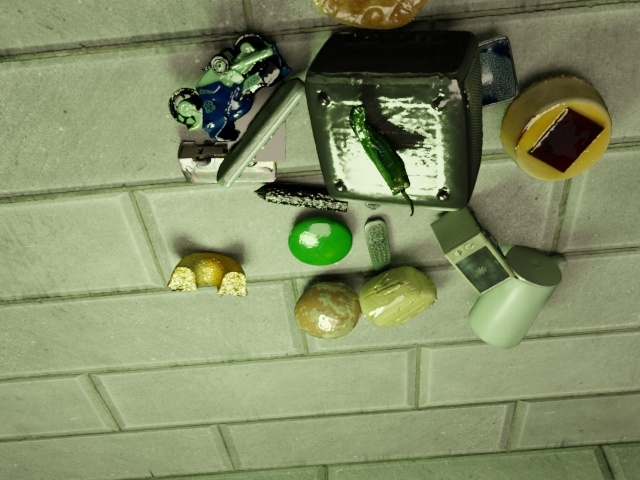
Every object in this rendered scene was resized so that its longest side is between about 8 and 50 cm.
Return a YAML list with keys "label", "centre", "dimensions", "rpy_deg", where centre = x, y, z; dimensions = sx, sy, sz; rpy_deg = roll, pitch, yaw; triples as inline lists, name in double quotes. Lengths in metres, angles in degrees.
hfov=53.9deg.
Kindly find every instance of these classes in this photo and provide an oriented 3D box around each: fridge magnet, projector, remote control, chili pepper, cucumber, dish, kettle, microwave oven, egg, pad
- label: "fridge magnet"
  centre: [0.000, 0.000, 2.012]
  dimensions: [0.208, 0.088, 0.208]
  rpy_deg: [-1, 133, -1]
- label: "projector"
  centre: [0.193, -0.294, 1.575]
  dimensions: [0.396, 0.242, 0.405]
  rpy_deg: [8, 137, 22]
- label: "remote control"
  centre: [0.190, 0.016, 2.066]
  dimensions: [0.072, 0.042, 0.221]
  rpy_deg: [-10, 131, 5]
- label: "remote control"
  centre: [-0.156, -0.282, 1.629]
  dimensions: [0.066, 0.128, 0.335]
  rpy_deg: [38, 104, -14]
- label: "chili pepper"
  centre: [0.149, -0.190, 1.449]
  dimensions: [0.065, 0.122, 0.278]
  rpy_deg: [-32, 99, 10]
- label: "cucumber"
  centre: [-0.051, -0.135, 1.898]
  dimensions: [0.301, 0.072, 0.072]
  rpy_deg: [7, 132, -6]
- label: "dish"
  centre: [0.375, -0.429, 1.634]
  dimensions: [0.244, 0.080, 0.181]
  rpy_deg: [-15, 129, 15]
- label: "kettle"
  centre: [0.687, 0.197, 2.152]
  dimensions: [0.265, 0.205, 0.317]
  rpy_deg: [10, 129, -8]
- label: "microwave oven"
  centre: [0.480, 0.024, 1.990]
  dimensions: [0.145, 0.193, 0.240]
  rpy_deg: [-33, 126, 19]
- label: "egg"
  centre: [0.023, 0.241, 2.162]
  dimensions: [0.245, 0.203, 0.203]
  rpy_deg: [-13, 132, 19]
- label: "pad"
  centre: [-0.173, -0.338, 1.681]
  dimensions: [0.160, 0.009, 0.264]
  rpy_deg: [-1, 109, -1]

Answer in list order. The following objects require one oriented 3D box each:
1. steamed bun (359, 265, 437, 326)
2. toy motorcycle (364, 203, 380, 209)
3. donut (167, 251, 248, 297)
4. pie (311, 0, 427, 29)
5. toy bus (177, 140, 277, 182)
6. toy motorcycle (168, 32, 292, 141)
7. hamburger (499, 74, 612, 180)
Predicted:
- label: "steamed bun"
  centre: [0.262, 0.176, 2.132]
  dimensions: [0.232, 0.166, 0.273]
  rpy_deg: [-41, 152, 22]
- label: "toy motorcycle"
  centre: [0.217, -0.177, 1.858]
  dimensions: [0.263, 0.090, 0.157]
  rpy_deg: [-6, 128, 6]
- label: "donut"
  centre: [-0.366, 0.103, 2.060]
  dimensions: [0.259, 0.152, 0.101]
  rpy_deg: [4, 117, -13]
- label: "pie"
  centre: [0.113, -0.640, 1.434]
  dimensions: [0.340, 0.083, 0.339]
  rpy_deg: [0, 133, 1]
- label: "toy bus"
  centre: [-0.262, -0.223, 1.794]
  dimensions: [0.274, 0.090, 0.112]
  rpy_deg: [0, 137, -1]
- label: "toy motorcycle"
  centre: [-0.223, -0.374, 1.600]
  dimensions: [0.331, 0.125, 0.196]
  rpy_deg: [-34, 108, 18]
- label: "hamburger"
  centre: [0.634, -0.302, 1.708]
  dimensions: [0.302, 0.170, 0.301]
  rpy_deg: [0, 129, 0]
